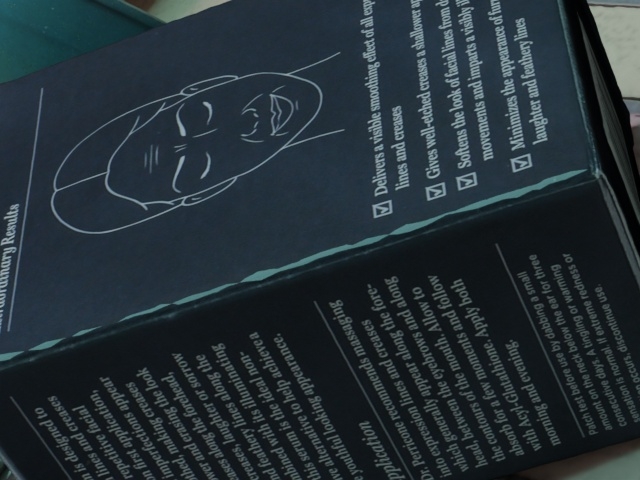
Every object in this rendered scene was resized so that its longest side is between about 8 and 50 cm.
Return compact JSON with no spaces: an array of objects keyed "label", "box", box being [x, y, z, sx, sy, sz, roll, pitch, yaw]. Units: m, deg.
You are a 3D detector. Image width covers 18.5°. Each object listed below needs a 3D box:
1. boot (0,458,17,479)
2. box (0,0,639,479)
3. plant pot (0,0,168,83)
[{"label":"boot","box":[-0.154,0.149,1.409,0.198,0.077,0.137,-38,49,1]},{"label":"box","box":[0.000,0.000,1.230,0.395,0.212,0.294,-17,39,13]},{"label":"plant pot","box":[-0.265,-0.096,1.596,0.271,0.271,0.255,25,91,53]}]
